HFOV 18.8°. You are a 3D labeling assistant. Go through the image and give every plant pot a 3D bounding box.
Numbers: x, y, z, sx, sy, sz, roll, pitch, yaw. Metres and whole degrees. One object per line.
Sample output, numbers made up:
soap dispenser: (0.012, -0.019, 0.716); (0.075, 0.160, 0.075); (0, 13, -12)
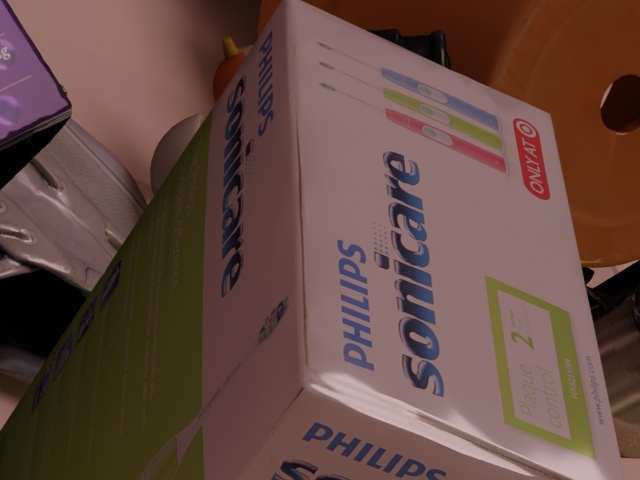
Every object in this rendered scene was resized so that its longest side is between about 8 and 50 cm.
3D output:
plant pot: (0.132, -0.109, 1.189); (0.291, 0.291, 0.203); (42, -3, -32)

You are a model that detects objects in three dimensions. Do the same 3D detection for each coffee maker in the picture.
coffee maker: (0.171, 0.097, 1.238); (0.171, 0.178, 0.120); (6, 58, -58)

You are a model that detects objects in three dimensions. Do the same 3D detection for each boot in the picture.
boot: (-0.159, -0.027, 0.854); (0.258, 0.095, 0.123); (39, 22, -38)

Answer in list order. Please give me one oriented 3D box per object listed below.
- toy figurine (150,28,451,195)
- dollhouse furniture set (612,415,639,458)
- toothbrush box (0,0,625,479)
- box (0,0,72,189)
toy figurine: (0.000, 0.000, 1.015); (0.209, 0.148, 0.213); (-81, 164, -64)
dollhouse furniture set: (0.052, 0.177, 0.714); (0.135, 0.259, 0.262); (26, 77, -30)
toothbrush box: (-0.029, 0.089, 0.706); (0.122, 0.283, 0.206); (22, 35, -19)
box: (-0.220, -0.085, 0.721); (0.153, 0.108, 0.207); (-33, 90, -33)
